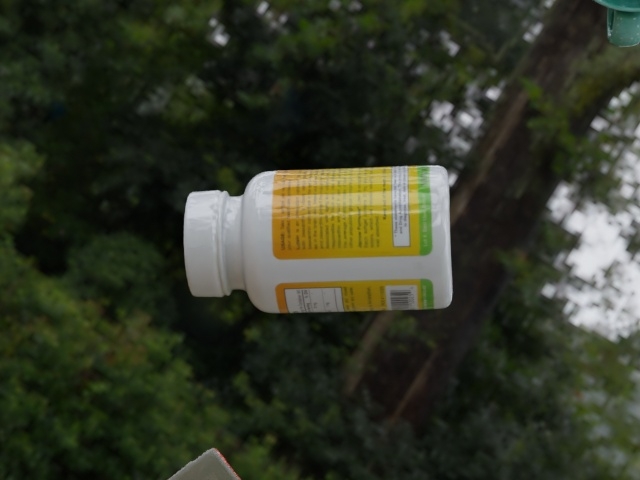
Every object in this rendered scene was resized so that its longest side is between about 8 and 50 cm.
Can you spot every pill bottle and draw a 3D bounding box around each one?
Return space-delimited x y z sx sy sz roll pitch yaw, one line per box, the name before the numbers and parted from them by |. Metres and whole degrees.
pill bottle | 0.000 0.000 1.458 0.246 0.136 0.136 -2 -15 4

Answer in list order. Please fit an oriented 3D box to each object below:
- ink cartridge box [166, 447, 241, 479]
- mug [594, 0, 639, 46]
ink cartridge box | 0.027 0.298 1.094 0.385 0.091 0.308 46 -33 -1
mug | 0.247 -0.253 1.245 0.129 0.158 0.097 32 29 -15
